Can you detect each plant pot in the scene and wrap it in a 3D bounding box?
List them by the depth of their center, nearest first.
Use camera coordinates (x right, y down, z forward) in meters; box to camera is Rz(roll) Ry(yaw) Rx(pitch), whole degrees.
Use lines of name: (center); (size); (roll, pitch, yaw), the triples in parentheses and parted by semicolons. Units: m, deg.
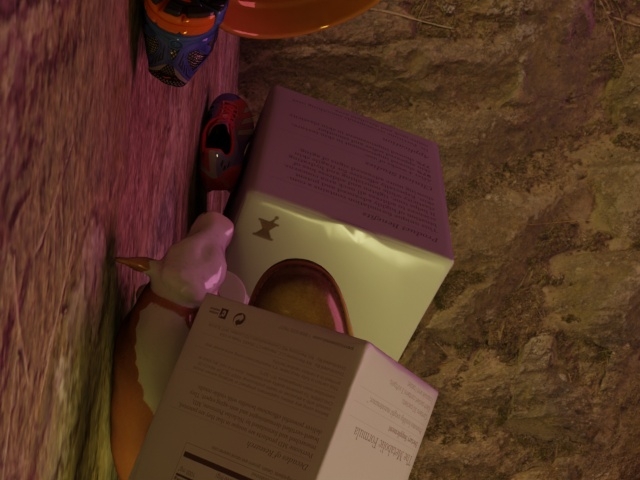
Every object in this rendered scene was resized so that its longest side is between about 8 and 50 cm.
plant pot: (-0.042, -0.456, 1.401); (0.291, 0.291, 0.203); (108, -31, -77)

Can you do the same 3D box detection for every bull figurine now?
bull figurine: (-0.116, 0.125, 0.767); (0.188, 0.101, 0.310); (-125, -142, -82)

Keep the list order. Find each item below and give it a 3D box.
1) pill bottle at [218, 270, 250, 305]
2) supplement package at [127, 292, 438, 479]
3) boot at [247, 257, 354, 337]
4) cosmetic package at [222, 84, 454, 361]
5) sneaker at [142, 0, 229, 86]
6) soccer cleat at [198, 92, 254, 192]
pill bottle: (-0.142, 0.117, 1.284); (0.180, 0.108, 0.107); (98, -6, -59)
supplement package: (-0.039, 0.181, 0.633); (0.139, 0.134, 0.244); (40, 68, -55)
boot: (-0.025, 0.168, 0.804); (0.115, 0.112, 0.305); (-7, 101, -88)
cosmetic package: (0.000, 0.000, 1.590); (0.393, 0.330, 0.327); (-84, -164, -58)
sneaker: (-0.118, -0.207, 0.814); (0.221, 0.083, 0.087); (-82, -168, -55)
soccer cleat: (-0.156, -0.181, 1.551); (0.248, 0.083, 0.095); (-86, 178, -46)
